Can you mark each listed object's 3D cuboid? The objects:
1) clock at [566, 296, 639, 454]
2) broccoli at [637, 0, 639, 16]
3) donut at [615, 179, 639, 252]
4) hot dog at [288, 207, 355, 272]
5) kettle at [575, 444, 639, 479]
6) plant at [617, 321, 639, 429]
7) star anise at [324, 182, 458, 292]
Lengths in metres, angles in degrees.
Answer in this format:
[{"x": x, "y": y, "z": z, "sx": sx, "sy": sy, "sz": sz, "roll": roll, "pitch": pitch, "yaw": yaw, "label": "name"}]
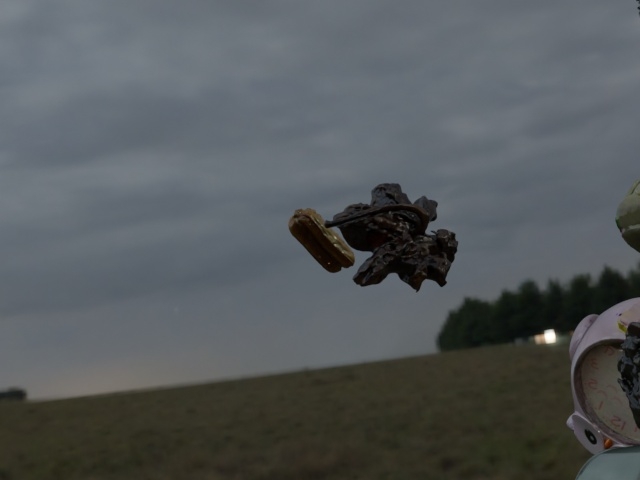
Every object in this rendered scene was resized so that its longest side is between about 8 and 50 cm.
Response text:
[{"x": 0.712, "y": 0.321, "z": 2.407, "sx": 0.368, "sy": 0.377, "sz": 0.250, "roll": 31, "pitch": 37, "yaw": 28, "label": "clock"}, {"x": 0.498, "y": -0.325, "z": 1.385, "sx": 0.194, "sy": 0.220, "sz": 0.194, "roll": 4, "pitch": -7, "yaw": 1, "label": "broccoli"}, {"x": 0.665, "y": -0.013, "z": 1.844, "sx": 0.371, "sy": 0.150, "sz": 0.307, "roll": 29, "pitch": -8, "yaw": -29, "label": "donut"}, {"x": 0.000, "y": 0.000, "z": 2.136, "sx": 0.071, "sy": 0.045, "sz": 0.165, "roll": -22, "pitch": -55, "yaw": 32, "label": "hot dog"}, {"x": 0.567, "y": 0.412, "z": 1.758, "sx": 0.265, "sy": 0.205, "sz": 0.318, "roll": -26, "pitch": -10, "yaw": -11, "label": "kettle"}, {"x": 0.644, "y": 0.235, "z": 2.008, "sx": 0.204, "sy": 0.234, "sz": 0.178, "roll": 9, "pitch": -28, "yaw": -10, "label": "plant"}, {"x": 0.134, "y": -0.002, "z": 1.750, "sx": 0.125, "sy": 0.190, "sz": 0.220, "roll": -33, "pitch": 1, "yaw": 44, "label": "star anise"}]
